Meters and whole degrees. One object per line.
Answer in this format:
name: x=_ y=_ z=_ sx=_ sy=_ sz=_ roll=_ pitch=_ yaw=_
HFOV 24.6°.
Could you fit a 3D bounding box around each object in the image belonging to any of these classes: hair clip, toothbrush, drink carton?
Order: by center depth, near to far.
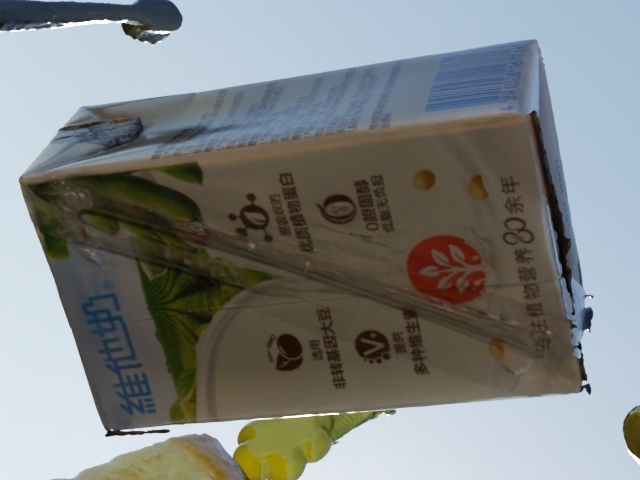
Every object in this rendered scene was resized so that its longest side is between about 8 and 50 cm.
drink carton: x=0.001 y=0.000 z=0.932 sx=0.132 sy=0.324 sz=0.194 roll=-67 pitch=146 yaw=-61
toothbrush: x=-0.209 y=-0.150 z=0.985 sx=0.030 sy=0.297 sz=0.030 roll=-41 pitch=-112 yaw=37
hair clip: x=-0.003 y=0.166 z=1.298 sx=0.072 sy=0.173 sz=0.046 roll=41 pitch=-43 yaw=34

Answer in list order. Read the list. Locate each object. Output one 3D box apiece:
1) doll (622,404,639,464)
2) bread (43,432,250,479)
doll: x=0.136 y=0.159 z=0.485 sx=0.099 sy=0.341 sz=0.346 roll=25 pitch=-79 yaw=49
bread: x=-0.062 y=0.315 z=1.016 sx=0.375 sy=0.236 sz=0.165 roll=46 pitch=-56 yaw=26
